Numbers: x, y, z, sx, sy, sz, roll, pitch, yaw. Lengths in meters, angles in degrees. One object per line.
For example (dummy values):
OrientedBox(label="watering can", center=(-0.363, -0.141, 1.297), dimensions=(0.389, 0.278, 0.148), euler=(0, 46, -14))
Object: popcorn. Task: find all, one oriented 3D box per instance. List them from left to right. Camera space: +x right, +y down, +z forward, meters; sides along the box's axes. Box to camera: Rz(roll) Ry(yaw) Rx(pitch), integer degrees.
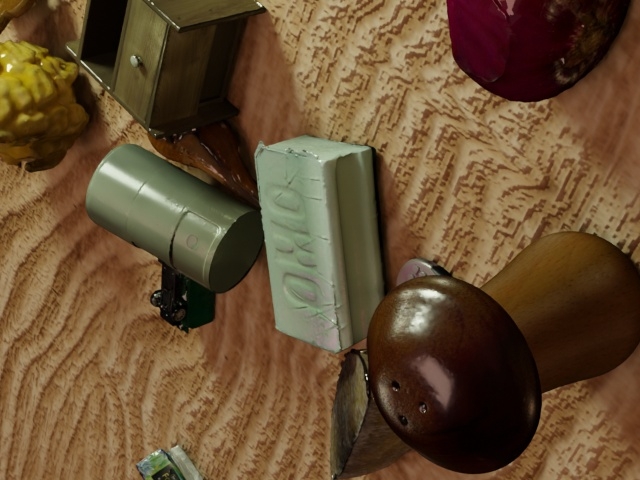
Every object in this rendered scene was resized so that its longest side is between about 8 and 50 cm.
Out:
OrientedBox(label="popcorn", center=(-0.470, -0.205, 1.868), dimensions=(0.250, 0.250, 0.190), euler=(11, 90, 46))

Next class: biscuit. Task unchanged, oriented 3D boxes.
OrientedBox(label="biscuit", center=(-0.477, -0.365, 1.883), dimensions=(0.031, 0.138, 0.205), euler=(36, 157, -31))

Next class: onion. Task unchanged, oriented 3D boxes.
OrientedBox(label="onion", center=(0.176, -0.243, 1.170), dimensions=(0.218, 0.139, 0.195), euler=(43, 142, 33))

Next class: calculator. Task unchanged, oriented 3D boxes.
OrientedBox(label="calculator", center=(0.147, 0.091, 1.440), dimensions=(0.166, 0.024, 0.103), euler=(50, 138, 24))

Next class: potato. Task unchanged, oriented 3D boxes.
OrientedBox(label="potato", center=(0.079, 0.205, 1.544), dimensions=(0.261, 0.100, 0.120), euler=(106, 163, -56))

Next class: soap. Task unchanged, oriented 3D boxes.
OrientedBox(label="soap", center=(0.000, 0.000, 1.511), dimensions=(0.150, 0.094, 0.262), euler=(13, 118, 45))

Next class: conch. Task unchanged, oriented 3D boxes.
OrientedBox(label="conch", center=(-0.155, -0.131, 1.651), dimensions=(0.232, 0.080, 0.086), euler=(25, 148, 12))

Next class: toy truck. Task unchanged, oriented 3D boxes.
OrientedBox(label="toy truck", center=(-0.199, 0.057, 1.781), dimensions=(0.065, 0.079, 0.147), euler=(32, 130, 38))

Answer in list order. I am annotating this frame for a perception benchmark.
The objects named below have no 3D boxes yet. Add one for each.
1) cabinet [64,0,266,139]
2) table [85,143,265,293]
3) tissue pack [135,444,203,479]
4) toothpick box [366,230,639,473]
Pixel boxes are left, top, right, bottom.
OrientedBox(label="cabinet", center=(-0.208, -0.272, 1.580), dimensions=(0.215, 0.148, 0.175), euler=(44, 136, 25))
OrientedBox(label="table", center=(-0.197, -0.032, 1.667), dimensions=(0.220, 0.126, 0.126), euler=(28, 128, 23))
OrientedBox(label="tissue pack", center=(-0.234, 0.395, 1.991), dimensions=(0.111, 0.079, 0.085), euler=(54, 175, 19))
OrientedBox(label="toothpick box", center=(0.181, 0.100, 1.187), dimensions=(0.192, 0.294, 0.192), euler=(24, 124, 41))
